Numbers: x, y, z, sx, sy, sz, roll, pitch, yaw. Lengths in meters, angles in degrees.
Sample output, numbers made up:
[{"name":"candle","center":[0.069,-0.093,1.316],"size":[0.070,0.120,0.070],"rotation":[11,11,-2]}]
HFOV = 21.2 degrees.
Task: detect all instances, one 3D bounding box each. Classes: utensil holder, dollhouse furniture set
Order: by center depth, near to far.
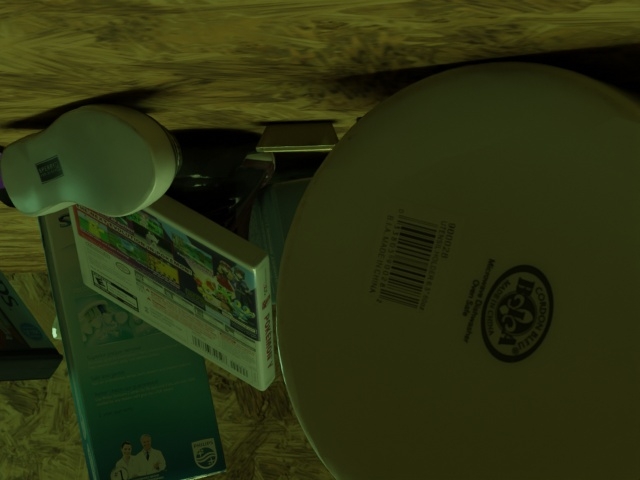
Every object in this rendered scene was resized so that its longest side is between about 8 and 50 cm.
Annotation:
[{"name":"utensil holder","center":[0.194,0.055,1.187],"size":[0.327,0.328,0.385],"rotation":[-4,174,28]},{"name":"dollhouse furniture set","center":[0.008,-0.048,1.329],"size":[0.114,0.081,0.091],"rotation":[-2,177,0]}]

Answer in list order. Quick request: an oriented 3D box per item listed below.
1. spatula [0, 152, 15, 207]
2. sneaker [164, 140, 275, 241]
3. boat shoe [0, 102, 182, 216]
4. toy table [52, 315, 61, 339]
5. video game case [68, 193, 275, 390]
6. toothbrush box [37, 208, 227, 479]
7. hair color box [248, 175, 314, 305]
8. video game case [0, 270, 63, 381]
[{"name":"spatula","center":[-0.295,-0.053,1.527],"size":[0.084,0.030,0.296],"rotation":[-4,176,2]},{"name":"sneaker","center":[-0.089,0.003,1.458],"size":[0.106,0.163,0.281],"rotation":[-2,177,0]},{"name":"boat shoe","center":[-0.150,-0.057,1.218],"size":[0.076,0.080,0.228],"rotation":[-20,-176,-33]},{"name":"toy table","center":[-0.224,0.043,2.126],"size":[0.252,0.161,0.274],"rotation":[1,177,-34]},{"name":"video game case","center":[-0.125,0.023,1.411],"size":[0.201,0.023,0.183],"rotation":[30,149,21]},{"name":"toothbrush box","center":[-0.191,0.089,1.668],"size":[0.126,0.296,0.216],"rotation":[-12,178,-11]},{"name":"hair color box","center":[0.000,0.000,1.701],"size":[0.185,0.114,0.374],"rotation":[-10,179,-16]},{"name":"video game case","center":[-0.412,0.039,1.629],"size":[0.275,0.248,0.035],"rotation":[3,130,-52]}]
